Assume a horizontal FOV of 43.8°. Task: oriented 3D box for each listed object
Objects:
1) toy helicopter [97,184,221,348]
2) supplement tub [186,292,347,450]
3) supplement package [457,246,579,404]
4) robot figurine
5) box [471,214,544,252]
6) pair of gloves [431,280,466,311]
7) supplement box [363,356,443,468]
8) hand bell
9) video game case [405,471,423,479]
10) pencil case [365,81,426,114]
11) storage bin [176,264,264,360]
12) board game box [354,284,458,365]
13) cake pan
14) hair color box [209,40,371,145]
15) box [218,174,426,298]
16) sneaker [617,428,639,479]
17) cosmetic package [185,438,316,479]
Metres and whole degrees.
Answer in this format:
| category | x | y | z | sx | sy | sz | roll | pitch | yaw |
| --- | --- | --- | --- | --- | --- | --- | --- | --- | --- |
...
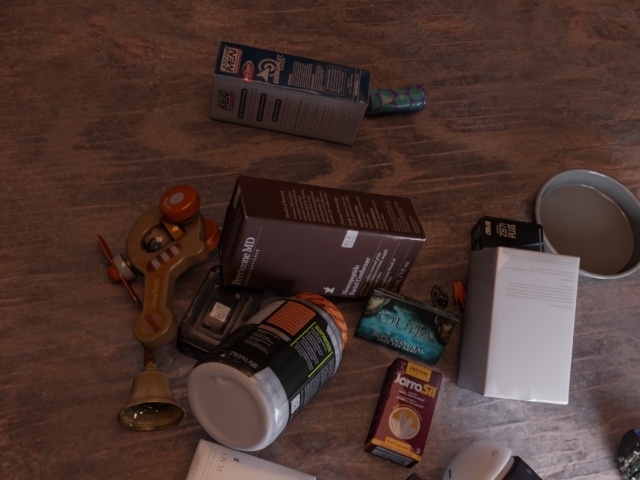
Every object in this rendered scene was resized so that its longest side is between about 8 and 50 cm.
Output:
| category | x | y | z | sx | sy | sz | roll | pitch | yaw |
| --- | --- | --- | --- | --- | --- | --- | --- | --- | --- |
| toy helicopter | -0.335 | 0.064 | 1.586 | 0.235 | 0.140 | 0.355 | -14 | 47 | 10 |
| supplement tub | -0.086 | 0.231 | 1.487 | 0.193 | 0.193 | 0.316 | 41 | 37 | 10 |
| supplement package | 0.398 | 0.171 | 1.621 | 0.177 | 0.175 | 0.293 | 8 | 85 | -8 |
| robot figurine | 0.356 | 0.510 | 1.500 | 0.173 | 0.209 | 0.278 | -45 | 79 | -5 |
| box | 0.421 | 0.047 | 1.790 | 0.147 | 0.077 | 0.180 | 9 | 63 | -6 |
| pair of gloves | 0.287 | 0.129 | 1.761 | 0.083 | 0.010 | 0.074 | -8 | 67 | -12 |
| supplement box | 0.166 | 0.344 | 1.591 | 0.104 | 0.081 | 0.188 | 21 | 62 | 0 |
| hand bell | -0.330 | 0.234 | 1.551 | 0.126 | 0.126 | 0.242 | -1 | 52 | -11 |
| video game case | 0.170 | 0.620 | 1.482 | 0.275 | 0.035 | 0.248 | -38 | 76 | -25 |
| pencil case | 0.179 | -0.346 | 1.943 | 0.151 | 0.064 | 0.070 | -6 | 82 | -15 |
| storage bin | -0.203 | 0.155 | 1.610 | 0.122 | 0.084 | 0.180 | 25 | 61 | 1 |
| board game box | 0.178 | 0.176 | 1.656 | 0.186 | 0.126 | 0.026 | 20 | 30 | -1 |
| cake pan | 0.638 | -0.035 | 1.887 | 0.293 | 0.054 | 0.293 | 4 | 63 | -9 |
| hair color box | -0.072 | -0.334 | 1.826 | 0.347 | 0.174 | 0.105 | 10 | 62 | -7 |
| box | 0.000 | 0.000 | 1.616 | 0.381 | 0.191 | 0.143 | 7 | 40 | -18 |
| sneaker | 0.753 | 0.504 | 1.623 | 0.330 | 0.130 | 0.147 | 43 | 50 | 7 |
| cosmetic package | -0.150 | 0.506 | 1.419 | 0.224 | 0.138 | 0.224 | 19 | 62 | -3 |
